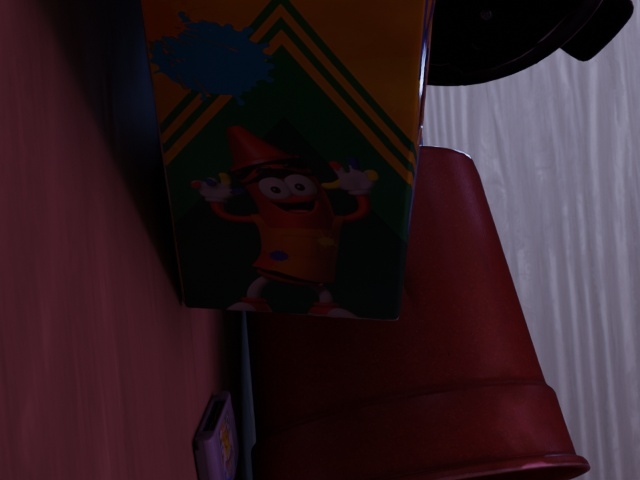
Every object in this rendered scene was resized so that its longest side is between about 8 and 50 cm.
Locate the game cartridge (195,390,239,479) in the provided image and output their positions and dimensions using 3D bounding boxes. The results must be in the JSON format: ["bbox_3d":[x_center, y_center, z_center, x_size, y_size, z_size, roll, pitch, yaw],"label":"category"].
[{"bbox_3d":[-0.073,0.149,1.129,0.083,0.017,0.056,-71,159,-69],"label":"game cartridge"}]

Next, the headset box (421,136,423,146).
[{"bbox_3d":[0.064,-0.085,1.844,0.218,0.110,0.293,-45,129,-79],"label":"headset box"}]

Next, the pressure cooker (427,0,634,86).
[{"bbox_3d":[0.151,-0.365,1.722,0.420,0.375,0.370,-44,130,-75],"label":"pressure cooker"}]

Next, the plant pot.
[{"bbox_3d":[0.053,0.080,1.267,0.272,0.272,0.265,55,23,-73],"label":"plant pot"}]

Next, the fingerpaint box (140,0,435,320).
[{"bbox_3d":[0.003,-0.230,1.042,0.371,0.163,0.445,90,5,-58],"label":"fingerpaint box"}]
